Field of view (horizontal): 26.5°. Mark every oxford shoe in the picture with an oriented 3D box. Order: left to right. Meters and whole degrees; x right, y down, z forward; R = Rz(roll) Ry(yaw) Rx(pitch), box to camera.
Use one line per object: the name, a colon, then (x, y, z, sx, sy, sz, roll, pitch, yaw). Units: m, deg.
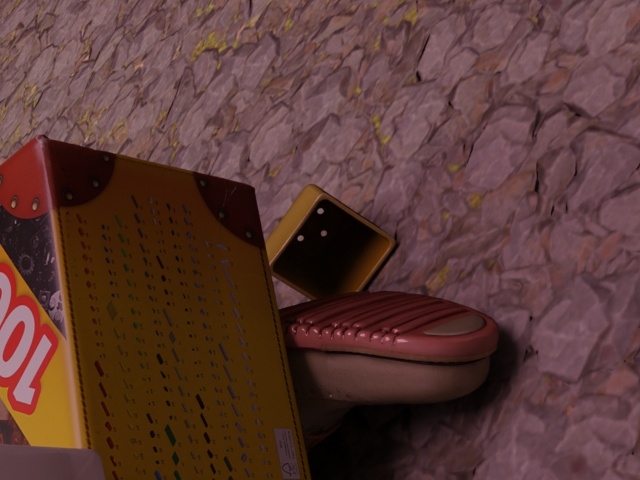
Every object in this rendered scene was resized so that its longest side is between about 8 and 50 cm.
oxford shoe: (-0.021, 0.121, 1.061, 0.397, 0.140, 0.146, -8, 92, 45)

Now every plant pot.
plant pot: (0.000, 0.000, 1.151, 0.081, 0.081, 0.083, -54, 22, 7)

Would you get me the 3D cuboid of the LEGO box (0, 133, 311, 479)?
LEGO box: (-0.189, 0.239, 0.946, 0.372, 0.193, 0.500, -32, 60, 37)

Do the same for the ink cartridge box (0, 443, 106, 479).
ink cartridge box: (-0.253, 0.275, 0.775, 0.353, 0.119, 0.207, -36, 59, 36)
